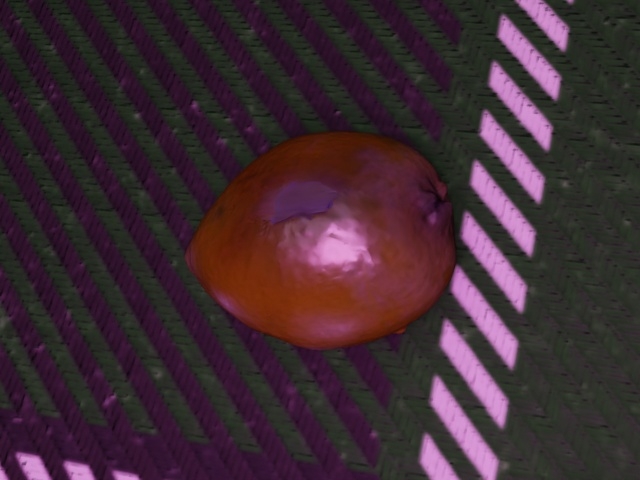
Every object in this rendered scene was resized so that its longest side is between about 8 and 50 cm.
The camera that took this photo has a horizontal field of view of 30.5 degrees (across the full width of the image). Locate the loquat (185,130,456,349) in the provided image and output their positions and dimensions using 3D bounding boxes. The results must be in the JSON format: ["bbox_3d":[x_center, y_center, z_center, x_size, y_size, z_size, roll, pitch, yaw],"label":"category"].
[{"bbox_3d":[0.000,0.000,0.813,0.195,0.152,0.152,-13,66,20],"label":"loquat"}]
